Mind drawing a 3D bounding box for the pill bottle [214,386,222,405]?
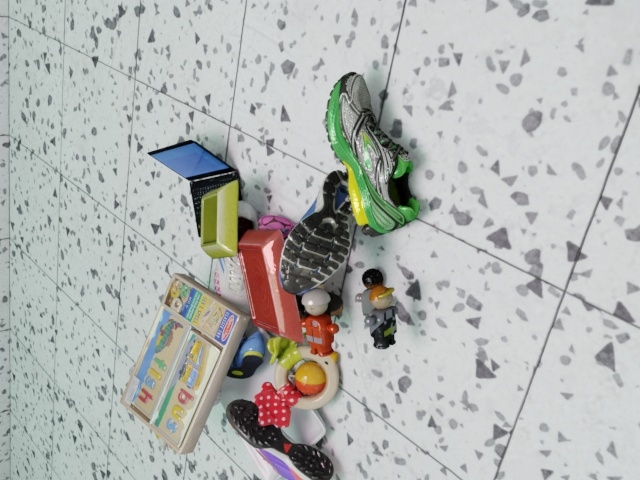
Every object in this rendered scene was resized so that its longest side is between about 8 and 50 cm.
[{"bbox_3d":[-0.351,0.321,1.905,0.161,0.161,0.283,0,81,46],"label":"pill bottle"}]

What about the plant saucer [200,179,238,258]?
[{"bbox_3d":[-0.262,-0.050,1.680,0.188,0.045,0.188,-8,81,62],"label":"plant saucer"}]

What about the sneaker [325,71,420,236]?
[{"bbox_3d":[0.121,-0.187,1.383,0.146,0.134,0.343,-14,98,40],"label":"sneaker"}]

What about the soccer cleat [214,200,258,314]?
[{"bbox_3d":[-0.222,0.062,1.750,0.143,0.116,0.331,-118,30,-73],"label":"soccer cleat"}]

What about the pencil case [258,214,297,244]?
[{"bbox_3d":[-0.118,0.044,1.691,0.095,0.098,0.209,-124,39,-56],"label":"pencil case"}]

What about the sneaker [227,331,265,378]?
[{"bbox_3d":[-0.201,0.312,1.795,0.209,0.069,0.082,-49,31,49],"label":"sneaker"}]

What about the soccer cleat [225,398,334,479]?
[{"bbox_3d":[-0.119,0.531,1.695,0.318,0.108,0.116,34,131,5],"label":"soccer cleat"}]

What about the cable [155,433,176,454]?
[{"bbox_3d":[-0.518,0.588,2.202,0.139,0.072,0.287,18,128,40],"label":"cable"}]

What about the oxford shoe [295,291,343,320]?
[{"bbox_3d":[-0.017,0.175,1.646,0.212,0.076,0.076,-8,123,44],"label":"oxford shoe"}]

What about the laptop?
[{"bbox_3d":[-0.343,-0.135,1.844,0.234,0.136,0.264,-4,96,47],"label":"laptop"}]

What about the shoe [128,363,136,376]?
[{"bbox_3d":[-0.552,0.456,2.250,0.178,0.081,0.063,23,121,7],"label":"shoe"}]

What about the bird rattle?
[{"bbox_3d":[-0.058,0.345,1.645,0.207,0.143,0.253,6,88,10],"label":"bird rattle"}]

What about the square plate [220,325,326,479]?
[{"bbox_3d":[-0.144,0.456,1.840,0.347,0.049,0.344,54,132,22],"label":"square plate"}]

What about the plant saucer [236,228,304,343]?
[{"bbox_3d":[-0.128,0.105,1.549,0.258,0.048,0.259,2,105,67],"label":"plant saucer"}]

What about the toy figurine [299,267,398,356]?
[{"bbox_3d":[0.059,0.142,1.434,0.209,0.213,0.148,-6,102,1],"label":"toy figurine"}]

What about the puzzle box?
[{"bbox_3d":[-0.369,0.325,1.787,0.272,0.052,0.409,26,96,32],"label":"puzzle box"}]

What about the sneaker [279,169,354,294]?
[{"bbox_3d":[0.000,0.000,1.439,0.130,0.330,0.147,30,140,1],"label":"sneaker"}]
